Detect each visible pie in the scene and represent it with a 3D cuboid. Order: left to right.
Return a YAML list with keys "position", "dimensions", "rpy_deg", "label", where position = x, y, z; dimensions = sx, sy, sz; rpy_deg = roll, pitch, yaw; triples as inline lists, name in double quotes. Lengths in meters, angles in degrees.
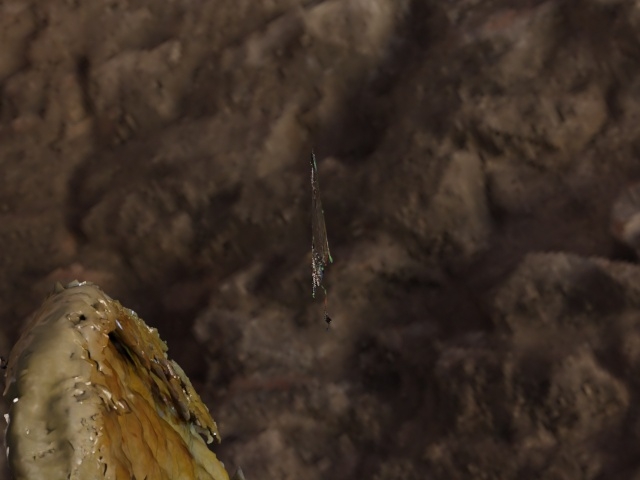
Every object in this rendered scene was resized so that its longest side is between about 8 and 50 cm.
- position: [-0.070, 0.145, 0.651]
  dimensions: [0.055, 0.274, 0.274]
  rpy_deg: [-18, -156, 8]
  label: "pie"

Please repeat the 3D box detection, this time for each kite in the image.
- position: [0.000, 0.000, 0.709]
  dimensions: [0.004, 0.090, 0.122]
  rpy_deg: [-3, 165, -5]
  label: "kite"
